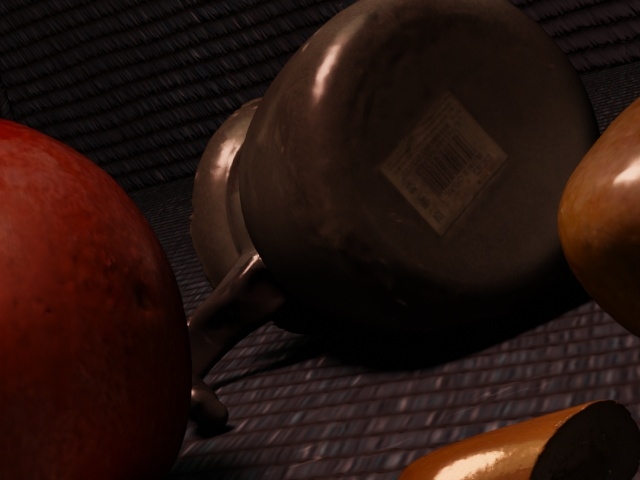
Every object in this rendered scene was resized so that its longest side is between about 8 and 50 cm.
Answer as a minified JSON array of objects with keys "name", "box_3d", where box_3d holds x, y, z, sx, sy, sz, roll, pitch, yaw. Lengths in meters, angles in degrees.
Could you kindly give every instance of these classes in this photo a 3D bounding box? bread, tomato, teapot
[{"name":"bread","box_3d":[0.080,0.098,0.708,0.103,0.049,0.062,-19,7,6]},{"name":"tomato","box_3d":[-0.197,0.051,0.933,0.265,0.265,0.265,-18,7,2]},{"name":"teapot","box_3d":[0.021,0.002,1.198,0.223,0.305,0.285,18,-16,-23]}]

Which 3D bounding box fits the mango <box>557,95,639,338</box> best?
[{"name":"mango","box_3d":[0.275,-0.047,0.716,0.384,0.199,0.221,-21,9,-11]}]
